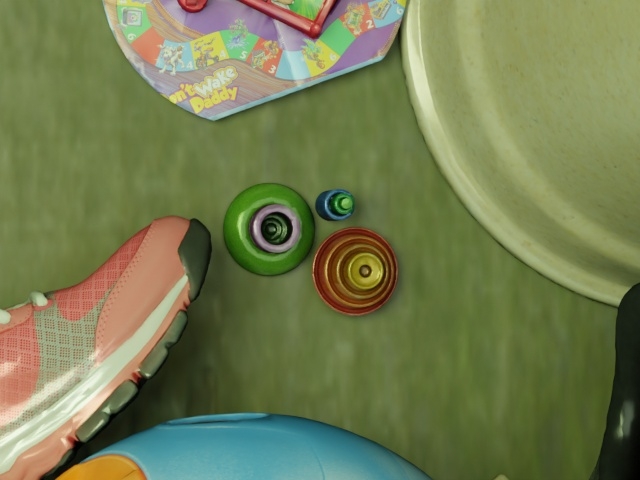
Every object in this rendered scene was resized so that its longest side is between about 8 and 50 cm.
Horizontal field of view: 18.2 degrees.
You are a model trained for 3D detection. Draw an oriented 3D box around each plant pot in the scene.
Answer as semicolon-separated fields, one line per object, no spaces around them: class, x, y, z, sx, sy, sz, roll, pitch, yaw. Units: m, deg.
plant pot;0.236;-0.126;1.000;0.334;0.305;0.333;0;89;-12

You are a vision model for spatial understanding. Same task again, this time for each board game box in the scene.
board game box;-0.033;-0.144;1.072;0.169;0.033;0.133;-20;90;-5

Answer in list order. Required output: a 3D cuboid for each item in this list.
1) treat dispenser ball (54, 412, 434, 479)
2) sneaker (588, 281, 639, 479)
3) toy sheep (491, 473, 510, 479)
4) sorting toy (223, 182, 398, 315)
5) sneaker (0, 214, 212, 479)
treat dispenser ball;-0.036;0.225;0.943;0.288;0.288;0.288;0;89;-12
sneaker;0.169;0.224;0.921;0.202;0.185;0.482;40;43;-37
toy sheep;0.138;0.180;1.088;0.091;0.091;0.132;-41;83;-10
sorting toy;0.000;0.000;1.081;0.102;0.042;0.061;25;84;-10
sneaker;-0.189;0.078;1.003;0.314;0.116;0.136;-44;93;-11
